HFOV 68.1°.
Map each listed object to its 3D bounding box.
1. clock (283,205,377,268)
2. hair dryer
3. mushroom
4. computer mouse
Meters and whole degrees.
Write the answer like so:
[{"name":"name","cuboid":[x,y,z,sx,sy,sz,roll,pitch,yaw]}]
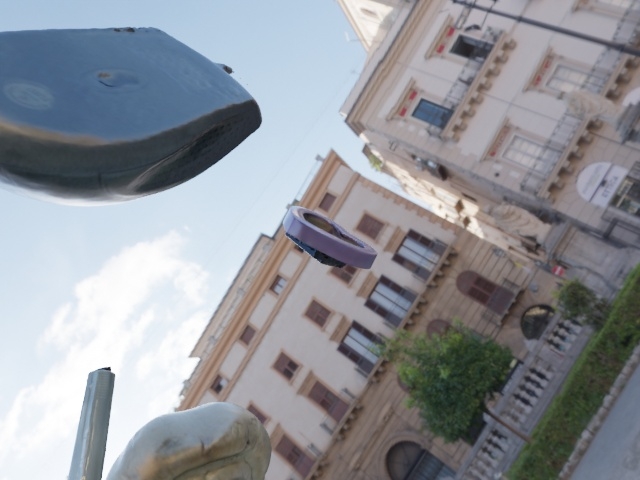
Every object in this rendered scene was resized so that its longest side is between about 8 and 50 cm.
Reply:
[{"name":"clock","cuboid":[0.000,0.000,0.885,0.172,0.198,0.064,13,-73,-47]},{"name":"hair dryer","cuboid":[-0.250,0.232,0.496,0.073,0.236,0.131,-22,-45,13]},{"name":"mushroom","cuboid":[-0.183,0.382,0.719,0.260,0.234,0.253,-41,-49,-15]},{"name":"computer mouse","cuboid":[-0.204,-0.129,0.492,0.122,0.188,0.371,-54,-4,36]}]
